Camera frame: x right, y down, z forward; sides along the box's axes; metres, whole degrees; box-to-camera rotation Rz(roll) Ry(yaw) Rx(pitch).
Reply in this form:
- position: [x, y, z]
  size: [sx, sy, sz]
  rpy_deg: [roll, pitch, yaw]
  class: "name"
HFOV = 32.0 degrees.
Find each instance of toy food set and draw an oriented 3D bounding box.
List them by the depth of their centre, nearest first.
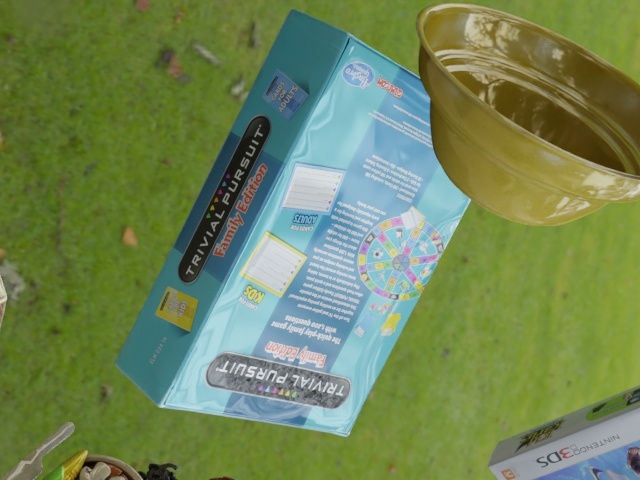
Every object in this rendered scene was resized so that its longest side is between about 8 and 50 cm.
- position: [-0.238, 0.285, 1.156]
  size: [0.132, 0.192, 0.038]
  rpy_deg: [-45, 174, -28]
  class: "toy food set"

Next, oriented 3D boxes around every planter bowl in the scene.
- position: [0.147, -0.074, 0.788]
  size: [0.217, 0.217, 0.090]
  rpy_deg: [-25, 148, -53]
  class: "planter bowl"

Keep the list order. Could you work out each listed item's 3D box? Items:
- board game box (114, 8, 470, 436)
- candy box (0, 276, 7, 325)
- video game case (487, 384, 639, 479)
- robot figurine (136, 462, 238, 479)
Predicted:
- position: [0.000, 0.000, 0.995]
  size: [0.254, 0.079, 0.336]
  rpy_deg: [21, 99, -49]
  class: "board game box"
- position: [-0.389, 0.081, 0.772]
  size: [0.316, 0.087, 0.183]
  rpy_deg: [-17, 165, -25]
  class: "candy box"
- position: [0.378, 0.323, 1.349]
  size: [0.269, 0.244, 0.061]
  rpy_deg: [54, 36, -7]
  class: "video game case"
- position: [-0.191, 0.413, 1.530]
  size: [0.085, 0.291, 0.211]
  rpy_deg: [41, 51, -45]
  class: "robot figurine"
